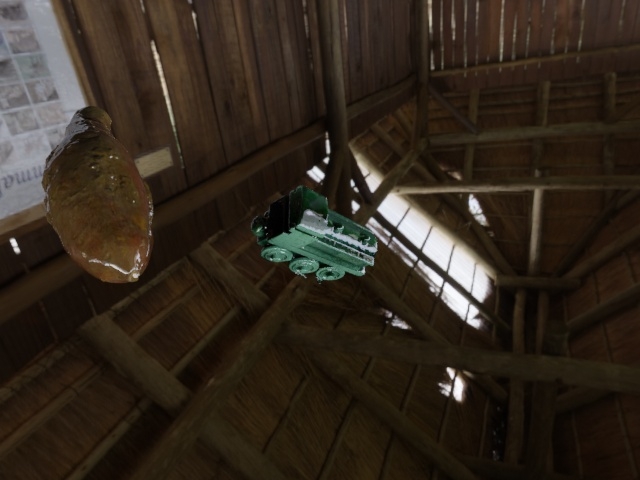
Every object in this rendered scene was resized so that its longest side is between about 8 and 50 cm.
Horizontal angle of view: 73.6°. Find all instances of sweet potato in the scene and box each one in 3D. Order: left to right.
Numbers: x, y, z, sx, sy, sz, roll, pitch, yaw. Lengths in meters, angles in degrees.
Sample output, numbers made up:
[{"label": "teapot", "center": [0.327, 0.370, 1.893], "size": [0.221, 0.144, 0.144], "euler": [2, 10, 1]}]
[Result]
[{"label": "sweet potato", "center": [-0.281, -0.087, 0.530], "size": [0.109, 0.109, 0.385], "euler": [-17, -132, -22]}]

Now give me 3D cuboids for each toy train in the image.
[{"label": "toy train", "center": [0.000, 0.000, 0.534], "size": [0.170, 0.071, 0.111], "euler": [23, 148, -37]}]
